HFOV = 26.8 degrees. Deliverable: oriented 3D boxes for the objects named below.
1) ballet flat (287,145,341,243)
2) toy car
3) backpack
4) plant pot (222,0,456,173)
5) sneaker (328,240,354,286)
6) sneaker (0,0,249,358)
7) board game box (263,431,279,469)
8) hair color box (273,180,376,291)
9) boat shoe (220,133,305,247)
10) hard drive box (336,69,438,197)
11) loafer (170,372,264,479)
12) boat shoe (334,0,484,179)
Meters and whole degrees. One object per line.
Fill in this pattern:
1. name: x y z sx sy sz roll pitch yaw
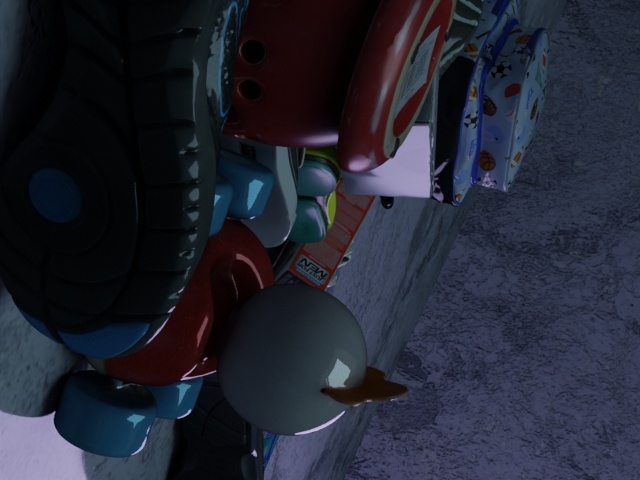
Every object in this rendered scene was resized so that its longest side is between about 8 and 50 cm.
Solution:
1. ballet flat: -0.017 -0.068 1.351 0.231 0.077 0.077 91 3 -71
2. toy car: -0.043 0.073 1.021 0.210 0.238 0.219 -27 139 -74
3. backpack: 0.185 -0.205 1.720 0.276 0.213 0.263 97 8 -47
4. plant pot: -0.007 -0.152 0.919 0.191 0.174 0.191 21 90 -79
5. sneaker: 0.018 -0.002 1.663 0.054 0.061 0.152 91 22 -59
6. sneaker: -0.092 -0.085 0.757 0.140 0.125 0.341 -53 163 -59
7. board game box: -0.112 0.305 1.689 0.160 0.047 0.210 23 90 -80
8. hair color box: 0.000 0.000 1.519 0.167 0.053 0.093 -59 -170 -32
9. boat shoe: -0.045 -0.077 1.141 0.219 0.077 0.070 95 22 -55
10. hard drive box: 0.068 -0.179 1.252 0.181 0.089 0.232 77 16 -70
11. loafer: -0.099 0.227 1.451 0.095 0.109 0.302 -62 166 -47
12. boat shoe: 0.085 -0.211 1.481 0.118 0.103 0.320 24 84 -38
